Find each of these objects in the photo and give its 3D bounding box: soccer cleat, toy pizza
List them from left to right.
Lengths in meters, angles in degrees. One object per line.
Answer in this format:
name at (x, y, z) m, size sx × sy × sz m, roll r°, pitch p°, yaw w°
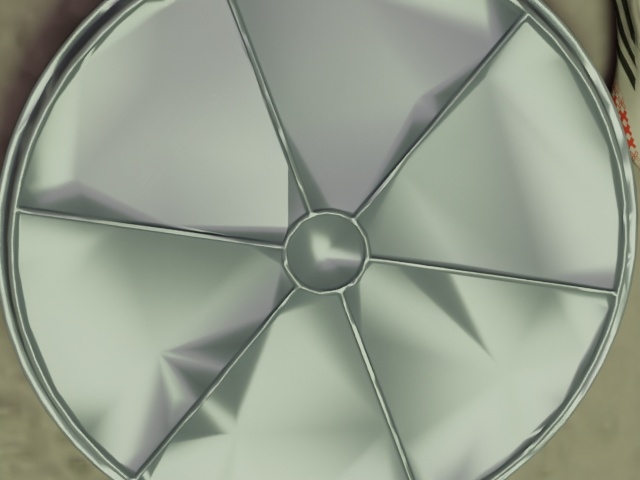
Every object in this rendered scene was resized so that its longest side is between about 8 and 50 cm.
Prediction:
toy pizza at (0.000, 0.000, 0.472) m, size 0.201 × 0.032 × 0.201 m, roll -2°, pitch 105°, yaw -7°
soccer cleat at (0.107, -0.056, 0.468) m, size 0.029 × 0.035 × 0.083 m, roll -8°, pitch 104°, yaw -5°
